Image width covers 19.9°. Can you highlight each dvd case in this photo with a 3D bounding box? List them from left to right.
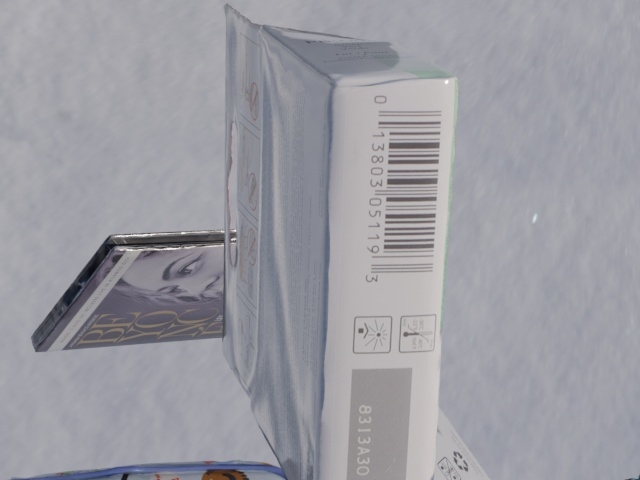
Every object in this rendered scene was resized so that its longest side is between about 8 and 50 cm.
[{"bbox_3d":[-0.088,0.036,1.372,0.164,0.221,0.018,-46,54,49],"label":"dvd case"}]

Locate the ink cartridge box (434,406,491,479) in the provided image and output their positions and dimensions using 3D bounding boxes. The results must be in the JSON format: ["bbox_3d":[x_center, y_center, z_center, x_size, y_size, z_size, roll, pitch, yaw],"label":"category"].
[{"bbox_3d":[0.032,0.196,0.946,0.065,0.333,0.165,-36,85,21],"label":"ink cartridge box"}]

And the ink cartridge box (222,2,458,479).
[{"bbox_3d":[0.000,0.000,0.783,0.056,0.224,0.181,-1,105,-11],"label":"ink cartridge box"}]

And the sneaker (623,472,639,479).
[{"bbox_3d":[0.214,0.105,0.726,0.283,0.122,0.110,-16,73,-7],"label":"sneaker"}]

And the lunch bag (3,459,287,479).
[{"bbox_3d":[-0.145,0.292,1.350,0.303,0.115,0.243,-4,71,-7],"label":"lunch bag"}]
